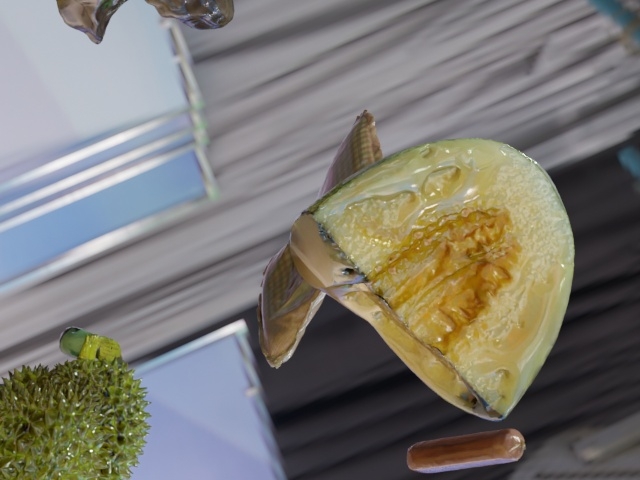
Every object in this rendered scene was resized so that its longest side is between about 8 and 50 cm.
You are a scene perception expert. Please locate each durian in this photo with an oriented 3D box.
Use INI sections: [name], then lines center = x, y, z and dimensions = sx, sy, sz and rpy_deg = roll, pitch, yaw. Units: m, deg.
[durian]
center = -0.245, 0.197, 1.594
dimensions = 0.146, 0.198, 0.159
rpy_deg = 29, -35, 50

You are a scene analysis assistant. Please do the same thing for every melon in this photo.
[melon]
center = 0.065, 0.005, 0.865
dimensions = 0.160, 0.128, 0.079
rpy_deg = 48, 1, -22

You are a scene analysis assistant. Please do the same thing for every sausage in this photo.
[sausage]
center = 0.139, 0.205, 1.605
dimensions = 0.147, 0.035, 0.030
rpy_deg = -18, -119, 46

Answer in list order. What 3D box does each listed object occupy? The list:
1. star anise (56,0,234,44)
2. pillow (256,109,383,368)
[star anise]
center = -0.145, -0.264, 1.175
dimensions = 0.315, 0.108, 0.315
rpy_deg = 19, -36, 15
[pillow]
center = 0.000, 0.002, 1.382
dimensions = 0.211, 0.034, 0.135
rpy_deg = -59, -155, 30
